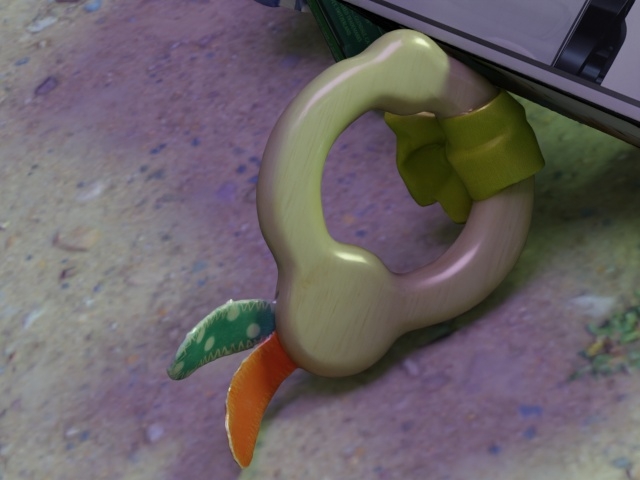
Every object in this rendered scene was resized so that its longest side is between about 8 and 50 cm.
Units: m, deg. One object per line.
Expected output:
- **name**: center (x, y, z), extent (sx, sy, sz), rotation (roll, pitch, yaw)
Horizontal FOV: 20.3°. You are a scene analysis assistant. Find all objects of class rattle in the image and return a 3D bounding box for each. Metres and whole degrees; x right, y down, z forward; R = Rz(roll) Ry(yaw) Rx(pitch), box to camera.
- **rattle**: center (0.000, 0.000, 0.821), extent (0.200, 0.130, 0.143), rotation (-57, 32, 0)

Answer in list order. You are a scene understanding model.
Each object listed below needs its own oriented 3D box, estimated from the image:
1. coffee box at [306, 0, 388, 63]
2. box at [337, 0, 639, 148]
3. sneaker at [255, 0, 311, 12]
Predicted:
- **coffee box**: center (0.075, -0.165, 0.940), extent (0.184, 0.113, 0.040), rotation (-31, 18, -8)
- **box**: center (0.134, -0.137, 0.781), extent (0.169, 0.087, 0.290), rotation (-61, 36, 4)
- **sneaker**: center (0.011, -0.247, 1.076), extent (0.182, 0.127, 0.315), rotation (10, 42, 40)
